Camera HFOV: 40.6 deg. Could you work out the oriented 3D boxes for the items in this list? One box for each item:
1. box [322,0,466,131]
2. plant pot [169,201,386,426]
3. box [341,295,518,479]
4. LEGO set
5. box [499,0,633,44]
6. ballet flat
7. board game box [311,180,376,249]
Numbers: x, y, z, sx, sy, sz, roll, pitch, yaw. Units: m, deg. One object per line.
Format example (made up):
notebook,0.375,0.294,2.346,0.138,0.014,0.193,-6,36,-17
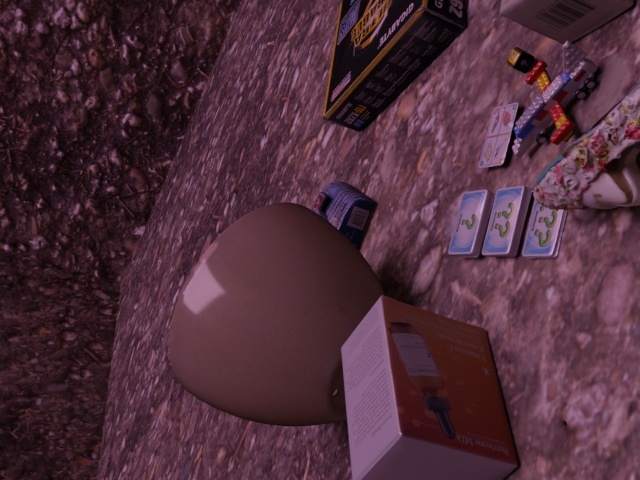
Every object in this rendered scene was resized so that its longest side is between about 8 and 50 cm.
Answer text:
box,0.118,-0.358,1.359,0.322,0.079,0.257,-39,35,57
plant pot,-0.017,0.118,1.073,0.191,0.284,0.284,28,101,35
box,0.101,0.159,0.852,0.091,0.130,0.171,-56,25,36
LEGO set,0.205,-0.104,0.923,0.182,0.060,0.244,-1,72,66
box,0.272,-0.358,0.908,0.113,0.094,0.275,-22,52,65
ballet flat,0.262,-0.075,0.710,0.241,0.091,0.077,-53,51,51
board game box,0.000,0.000,1.379,0.194,0.060,0.194,-69,20,8
